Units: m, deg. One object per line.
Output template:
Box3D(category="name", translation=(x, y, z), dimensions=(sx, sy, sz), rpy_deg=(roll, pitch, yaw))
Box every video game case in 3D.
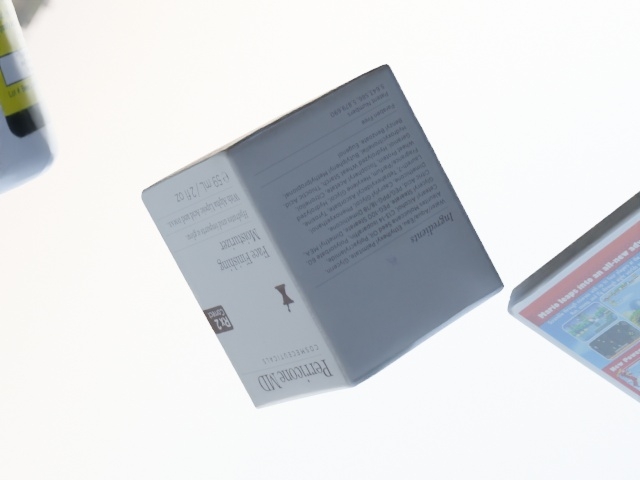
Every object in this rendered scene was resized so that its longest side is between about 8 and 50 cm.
Box3D(category="video game case", translation=(0.300, 0.070, 1.315), dimensions=(0.204, 0.285, 0.025), rpy_deg=(-42, -159, 43))

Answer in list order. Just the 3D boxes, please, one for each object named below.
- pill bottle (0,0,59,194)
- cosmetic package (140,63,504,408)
Box3D(category="pill bottle", translation=(-0.302, -0.176, 1.208), dimensions=(0.188, 0.334, 0.188), rpy_deg=(-17, -170, 3))
Box3D(category="cosmetic package", translation=(0.000, 0.000, 1.353), dimensions=(0.151, 0.183, 0.151), rpy_deg=(-30, -176, -29))
